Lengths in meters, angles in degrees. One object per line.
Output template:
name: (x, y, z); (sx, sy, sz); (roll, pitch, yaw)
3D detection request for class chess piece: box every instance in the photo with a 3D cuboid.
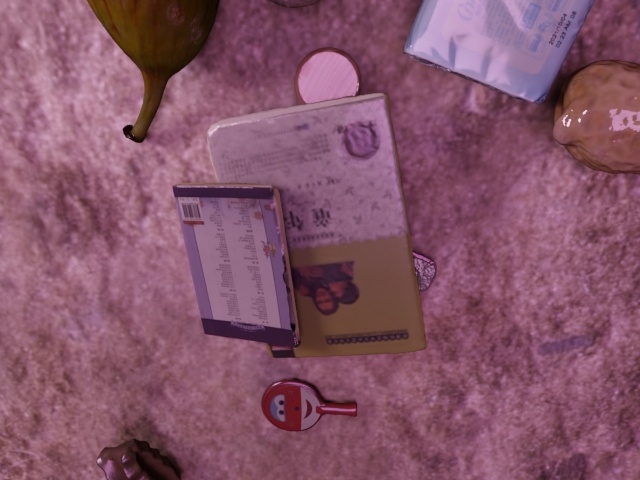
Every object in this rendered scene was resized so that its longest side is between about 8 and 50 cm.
chess piece: (0.009, -0.195, 0.598); (0.083, 0.038, 0.084); (1, 111, 2)

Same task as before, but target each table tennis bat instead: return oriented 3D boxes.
table tennis bat: (-0.018, 0.266, 0.771); (0.154, 0.019, 0.098); (3, 109, 2)

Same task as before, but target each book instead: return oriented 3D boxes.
book: (0.000, 0.000, 0.638); (0.239, 0.035, 0.353); (-6, 110, 17)
book: (-0.111, 0.035, 0.655); (0.157, 0.026, 0.231); (4, 113, 25)

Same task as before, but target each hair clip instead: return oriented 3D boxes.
hair clip: (0.097, 0.033, 0.684); (0.137, 0.022, 0.054); (17, 109, -6)

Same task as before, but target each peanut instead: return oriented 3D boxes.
peanut: (0.421, -0.133, 0.569); (0.291, 0.143, 0.159); (18, 75, 0)

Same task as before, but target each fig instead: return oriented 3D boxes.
fig: (-0.197, -0.222, 0.537); (0.151, 0.151, 0.260); (13, 113, -4)

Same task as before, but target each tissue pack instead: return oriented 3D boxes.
tissue pack: (0.221, -0.307, 0.533); (0.177, 0.089, 0.264); (19, 111, -5)

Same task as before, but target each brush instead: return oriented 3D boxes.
brush: (-0.254, 0.440, 0.815); (0.084, 0.071, 0.301); (-18, 118, 23)

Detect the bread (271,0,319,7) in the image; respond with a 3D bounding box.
bread: (-0.069, -0.398, 0.442); (0.183, 0.102, 0.337); (8, 138, 13)
